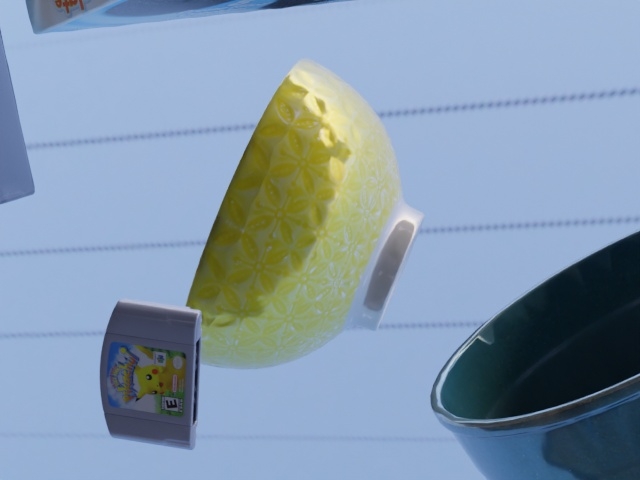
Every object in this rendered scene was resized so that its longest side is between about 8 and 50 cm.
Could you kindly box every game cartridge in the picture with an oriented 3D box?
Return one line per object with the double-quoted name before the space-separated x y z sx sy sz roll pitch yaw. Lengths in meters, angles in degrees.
"game cartridge" -0.094 0.074 0.958 0.056 0.017 0.083 8 -70 14

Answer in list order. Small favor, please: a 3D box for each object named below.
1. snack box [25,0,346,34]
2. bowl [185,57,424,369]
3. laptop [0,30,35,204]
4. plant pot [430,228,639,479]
"snack box" 0.032 -0.164 0.867 0.187 0.322 0.060 -13 -90 49
"bowl" 0.000 0.000 1.539 0.156 0.289 0.289 23 -99 4
"laptop" -0.415 -0.186 1.359 0.236 0.407 0.382 -4 -81 62
"plant pot" 0.248 0.146 1.103 0.271 0.272 0.255 -26 -78 18
